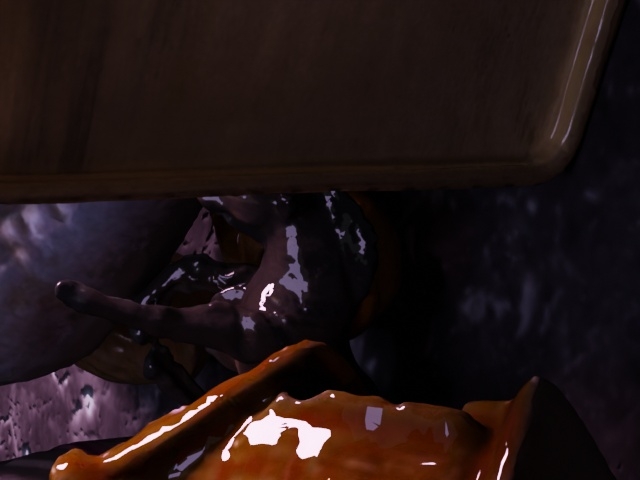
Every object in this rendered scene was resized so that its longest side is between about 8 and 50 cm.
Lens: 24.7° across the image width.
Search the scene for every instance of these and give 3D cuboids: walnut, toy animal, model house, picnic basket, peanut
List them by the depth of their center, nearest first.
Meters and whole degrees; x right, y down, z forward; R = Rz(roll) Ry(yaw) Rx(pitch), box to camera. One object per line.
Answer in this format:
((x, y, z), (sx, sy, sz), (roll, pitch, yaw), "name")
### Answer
((-0.036, -0.152, 0.570), (0.175, 0.313, 0.228), (39, 123, 45), "picnic basket")
((0.007, 0.177, 0.627), (0.229, 0.199, 0.219), (8, 54, 37), "model house")
((-0.029, 0.060, 0.694), (0.148, 0.084, 0.233), (-11, 105, 18), "toy animal")
((0.000, 0.000, 0.747), (0.121, 0.052, 0.091), (30, 128, 36), "walnut")
((-0.138, 0.022, 0.908), (0.226, 0.095, 0.108), (34, 127, 47), "peanut")

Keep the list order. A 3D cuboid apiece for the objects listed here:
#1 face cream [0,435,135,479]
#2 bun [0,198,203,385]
((-0.108, 0.195, 0.792), (0.175, 0.195, 0.175), (2, 93, 57), "face cream")
((-0.201, -0.089, 0.788), (0.194, 0.354, 0.354), (-47, -40, -81), "bun")
